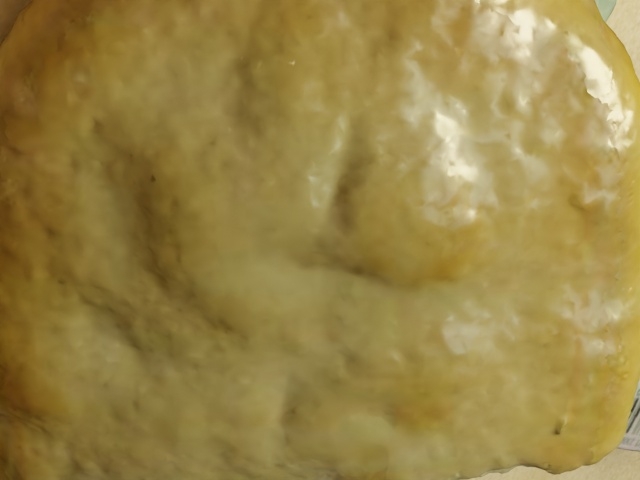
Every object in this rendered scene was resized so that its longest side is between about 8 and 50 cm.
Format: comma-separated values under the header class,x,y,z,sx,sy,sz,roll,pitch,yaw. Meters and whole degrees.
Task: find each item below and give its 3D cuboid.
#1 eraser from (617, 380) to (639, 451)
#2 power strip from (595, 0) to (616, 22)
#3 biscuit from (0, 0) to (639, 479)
class,x,y,z,sx,sy,sz,roll,pitch,yaw
eraser,0.264,0.128,1.676,0.287,0.130,0.086,15,106,-49
power strip,0.094,-0.159,1.249,0.139,0.140,0.224,17,109,-49
biscuit,0.000,0.001,1.155,0.429,0.104,0.446,6,124,-1
